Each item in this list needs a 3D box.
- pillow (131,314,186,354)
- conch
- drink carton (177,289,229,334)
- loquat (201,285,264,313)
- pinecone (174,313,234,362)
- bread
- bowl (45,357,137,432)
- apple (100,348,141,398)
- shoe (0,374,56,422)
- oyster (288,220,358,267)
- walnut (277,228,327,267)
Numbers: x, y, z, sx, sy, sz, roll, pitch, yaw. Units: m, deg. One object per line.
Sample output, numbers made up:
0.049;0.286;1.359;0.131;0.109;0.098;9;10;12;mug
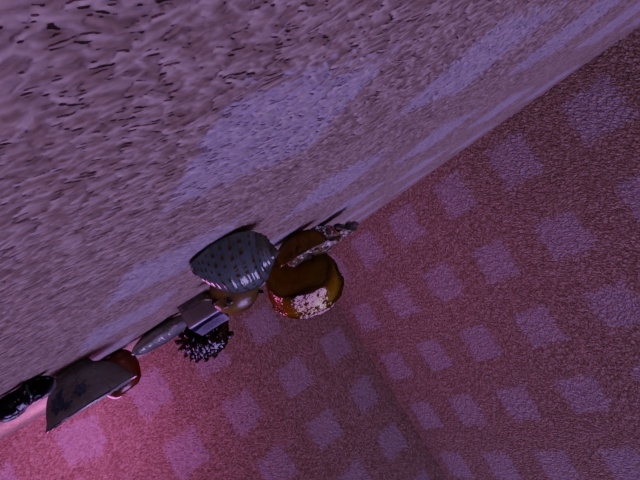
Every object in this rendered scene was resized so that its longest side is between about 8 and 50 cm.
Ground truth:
-0.661;0.391;2.046;0.254;0.078;0.144;-32;176;9;pillow
-0.191;0.062;1.129;0.200;0.131;0.172;-33;177;1;conch
-0.456;0.291;1.938;0.134;0.102;0.222;-34;164;-10;drink carton
-0.296;0.171;1.637;0.205;0.149;0.172;-14;170;-27;loquat
-0.588;0.474;2.478;0.296;0.242;0.298;-16;139;-20;pinecone
-0.077;0.180;2.249;0.358;0.336;0.204;-22;146;-5;bread
-0.790;0.482;1.635;0.313;0.146;0.313;-32;178;-1;bowl
-0.837;0.550;2.037;0.181;0.168;0.181;-38;178;-2;apple
-0.796;0.417;1.328;0.169;0.071;0.099;-34;176;-45;shoe
0.001;0.001;2.134;0.351;0.114;0.238;-32;177;2;oyster
-0.082;0.015;1.810;0.211;0.087;0.167;-31;-176;8;walnut
